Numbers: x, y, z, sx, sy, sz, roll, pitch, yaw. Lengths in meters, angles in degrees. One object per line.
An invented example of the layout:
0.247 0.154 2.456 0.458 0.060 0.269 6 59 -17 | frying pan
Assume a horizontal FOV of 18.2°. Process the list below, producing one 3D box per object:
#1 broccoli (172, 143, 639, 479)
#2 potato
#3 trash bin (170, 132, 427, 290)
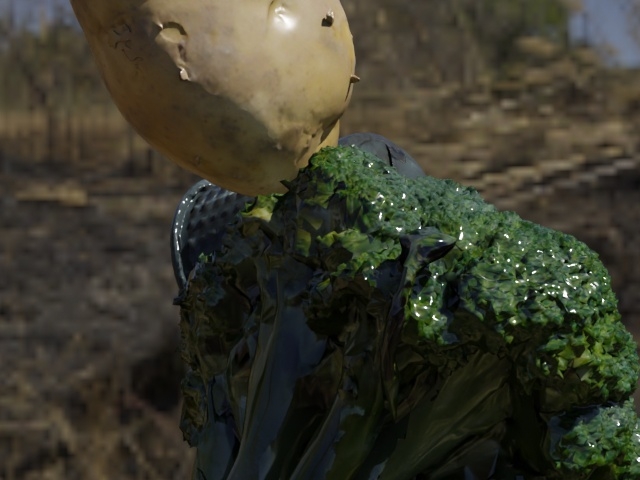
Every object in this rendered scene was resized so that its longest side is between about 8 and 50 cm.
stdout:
0.039 0.114 1.083 0.283 0.304 0.321 -47 9 -31 | broccoli
-0.061 -0.132 1.204 0.128 0.235 0.161 -17 12 42 | potato
0.000 0.000 1.511 0.161 0.175 0.175 -31 -19 37 | trash bin
